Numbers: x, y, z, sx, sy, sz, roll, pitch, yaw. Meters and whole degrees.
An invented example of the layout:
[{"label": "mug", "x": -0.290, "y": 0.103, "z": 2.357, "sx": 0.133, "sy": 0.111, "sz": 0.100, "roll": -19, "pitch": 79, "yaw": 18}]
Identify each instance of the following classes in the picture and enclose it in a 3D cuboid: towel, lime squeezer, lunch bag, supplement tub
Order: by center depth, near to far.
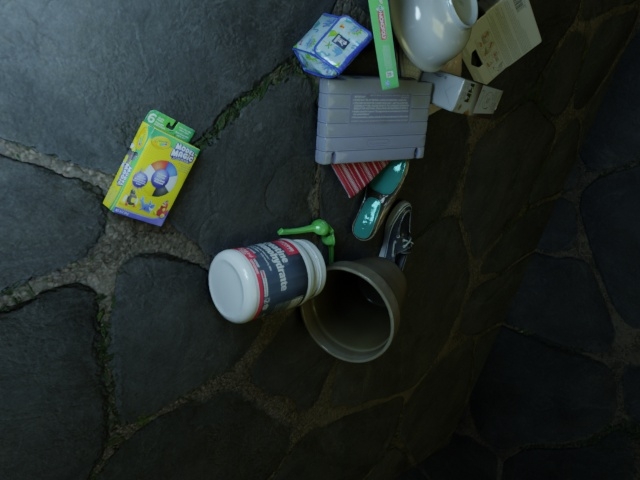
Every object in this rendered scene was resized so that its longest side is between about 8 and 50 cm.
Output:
[{"label": "lunch bag", "x": 0.031, "y": -0.453, "z": 1.281, "sx": 0.129, "sy": 0.151, "sz": 0.096, "roll": -51, "pitch": 143, "yaw": -8}, {"label": "supplement tub", "x": -0.138, "y": 0.099, "z": 1.446, "sx": 0.272, "sy": 0.191, "sz": 0.191, "roll": -13, "pitch": 124, "yaw": -43}, {"label": "towel", "x": 0.135, "y": -0.281, "z": 1.578, "sx": 0.275, "sy": 0.031, "sz": 0.199, "roll": -45, "pitch": 125, "yaw": -16}, {"label": "towel", "x": 0.324, "y": -0.524, "z": 1.641, "sx": 0.317, "sy": 0.053, "sz": 0.332, "roll": -36, "pitch": 138, "yaw": -27}, {"label": "lime squeezer", "x": 0.000, "y": 0.000, "z": 1.643, "sx": 0.110, "sy": 0.059, "sz": 0.310, "roll": -57, "pitch": 144, "yaw": -2}]

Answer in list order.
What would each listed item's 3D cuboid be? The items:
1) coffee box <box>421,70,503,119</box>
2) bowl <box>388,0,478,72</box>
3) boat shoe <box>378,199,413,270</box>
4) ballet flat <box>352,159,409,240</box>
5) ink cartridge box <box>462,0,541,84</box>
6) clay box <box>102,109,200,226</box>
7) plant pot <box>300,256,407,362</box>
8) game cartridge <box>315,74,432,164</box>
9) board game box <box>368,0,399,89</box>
[{"label": "coffee box", "x": 0.422, "y": -0.442, "z": 1.652, "sx": 0.246, "sy": 0.141, "sz": 0.098, "roll": -5, "pitch": 121, "yaw": -46}, {"label": "bowl", "x": 0.312, "y": -0.596, "z": 1.406, "sx": 0.298, "sy": 0.134, "sz": 0.298, "roll": 5, "pitch": 83, "yaw": -46}, {"label": "boat shoe", "x": 0.279, "y": 0.011, "z": 1.921, "sx": 0.108, "sy": 0.102, "sz": 0.301, "roll": -8, "pitch": 121, "yaw": -45}, {"label": "ballet flat", "x": 0.193, "y": -0.147, "z": 1.738, "sx": 0.316, "sy": 0.107, "sz": 0.106, "roll": -62, "pitch": 163, "yaw": 14}, {"label": "ink cartridge box", "x": 0.576, "y": -0.675, "z": 1.806, "sx": 0.261, "sy": 0.066, "sz": 0.296, "roll": -37, "pitch": 145, "yaw": 15}, {"label": "clay box", "x": -0.347, "y": -0.150, "z": 1.153, "sx": 0.127, "sy": 0.053, "sz": 0.222, "roll": 21, "pitch": 100, "yaw": -53}, {"label": "plant pot", "x": 0.142, "y": 0.184, "z": 1.760, "sx": 0.280, "sy": 0.323, "sz": 0.323, "roll": -33, "pitch": 138, "yaw": -52}, {"label": "game cartridge", "x": 0.149, "y": -0.333, "z": 1.505, "sx": 0.355, "sy": 0.068, "sz": 0.230, "roll": -8, "pitch": 108, "yaw": -31}, {"label": "board game box", "x": 0.138, "y": -0.555, "z": 1.304, "sx": 0.046, "sy": 0.213, "sz": 0.317, "roll": -9, "pitch": 136, "yaw": 8}]
